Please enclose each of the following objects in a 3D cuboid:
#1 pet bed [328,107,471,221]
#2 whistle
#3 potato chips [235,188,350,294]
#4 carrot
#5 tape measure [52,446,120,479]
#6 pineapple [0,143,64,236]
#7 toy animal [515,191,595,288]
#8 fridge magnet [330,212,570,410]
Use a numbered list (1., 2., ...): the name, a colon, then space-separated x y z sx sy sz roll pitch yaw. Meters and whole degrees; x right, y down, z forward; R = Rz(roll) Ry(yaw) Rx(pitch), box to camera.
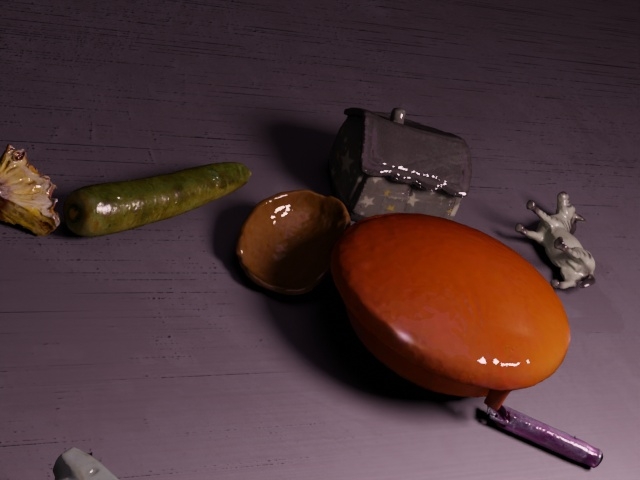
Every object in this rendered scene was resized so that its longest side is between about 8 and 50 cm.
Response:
1. pet bed: 0.135 -0.127 2.124 0.210 0.159 0.183 12 36 -19
2. whistle: 0.313 0.272 1.824 0.176 0.033 0.033 25 34 -3
3. potato chips: -0.042 0.005 1.912 0.150 0.049 0.202 19 47 6
4. carrot: -0.222 -0.066 1.895 0.074 0.074 0.358 43 35 23
5. tape measure: -0.231 0.346 1.291 0.243 0.125 0.246 32 31 20
6. pineapple: -0.410 -0.062 1.761 0.116 0.069 0.137 -17 55 -47
7. toy animal: 0.415 0.005 2.216 0.176 0.073 0.217 16 37 -40
8. fridge magnet: 0.181 0.089 1.864 0.363 0.155 0.364 17 33 -12
